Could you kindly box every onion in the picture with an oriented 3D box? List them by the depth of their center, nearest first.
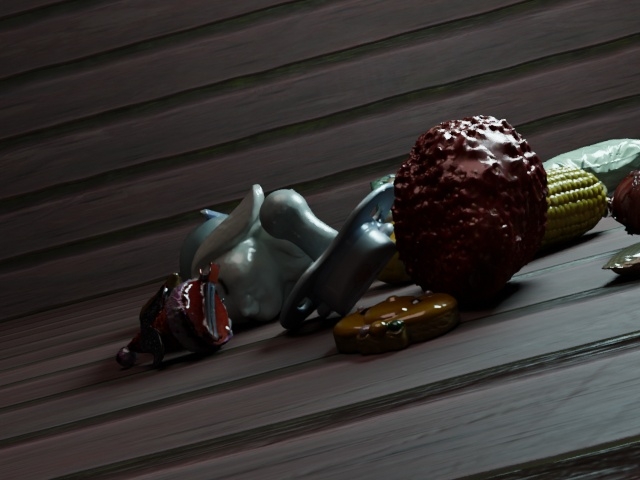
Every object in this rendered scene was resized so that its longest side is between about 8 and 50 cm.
[{"bbox_3d":[0.528,-0.073,1.218,0.183,0.147,0.184,0,7,0],"label":"onion"}]

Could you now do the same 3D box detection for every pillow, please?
[{"bbox_3d":[0.469,0.012,1.014,0.211,0.034,0.135,-10,4,39],"label":"pillow"},{"bbox_3d":[0.645,-0.160,1.961,0.309,0.138,0.283,-19,-8,12],"label":"pillow"}]

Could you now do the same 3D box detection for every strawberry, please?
[{"bbox_3d":[0.207,-0.041,1.186,0.261,0.261,0.257,-12,7,40],"label":"strawberry"}]

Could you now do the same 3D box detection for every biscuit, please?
[{"bbox_3d":[0.091,0.099,1.039,0.170,0.050,0.170,-15,3,1],"label":"biscuit"}]

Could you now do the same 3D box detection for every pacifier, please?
[{"bbox_3d":[0.000,0.000,1.324,0.287,0.226,0.238,-50,-11,2],"label":"pacifier"}]

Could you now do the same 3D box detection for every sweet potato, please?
[{"bbox_3d":[-0.283,0.141,1.504,0.095,0.106,0.354,16,-15,-6],"label":"sweet potato"}]

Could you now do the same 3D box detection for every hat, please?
[{"bbox_3d":[-0.253,0.142,1.330,0.227,0.140,0.129,-27,-17,24],"label":"hat"}]

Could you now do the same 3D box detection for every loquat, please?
[{"bbox_3d":[0.152,0.025,1.521,0.137,0.113,0.137,5,14,-1],"label":"loquat"}]

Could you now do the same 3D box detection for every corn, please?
[{"bbox_3d":[0.355,-0.040,1.448,0.387,0.144,0.144,-15,3,-27],"label":"corn"}]

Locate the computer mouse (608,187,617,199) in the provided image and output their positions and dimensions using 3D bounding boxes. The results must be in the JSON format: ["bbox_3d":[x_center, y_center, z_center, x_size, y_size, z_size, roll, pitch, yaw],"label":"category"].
[{"bbox_3d":[0.741,-0.129,1.727,0.295,0.087,0.168,-28,0,-32],"label":"computer mouse"}]

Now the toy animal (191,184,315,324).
[{"bbox_3d":[-0.109,0.052,1.506,0.265,0.272,0.206,-37,34,-3],"label":"toy animal"}]

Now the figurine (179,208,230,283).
[{"bbox_3d":[-0.216,0.091,1.918,0.205,0.224,0.382,-38,-15,-16],"label":"figurine"}]

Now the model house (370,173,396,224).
[{"bbox_3d":[0.249,-0.063,1.727,0.237,0.202,0.237,-15,3,12],"label":"model house"}]
